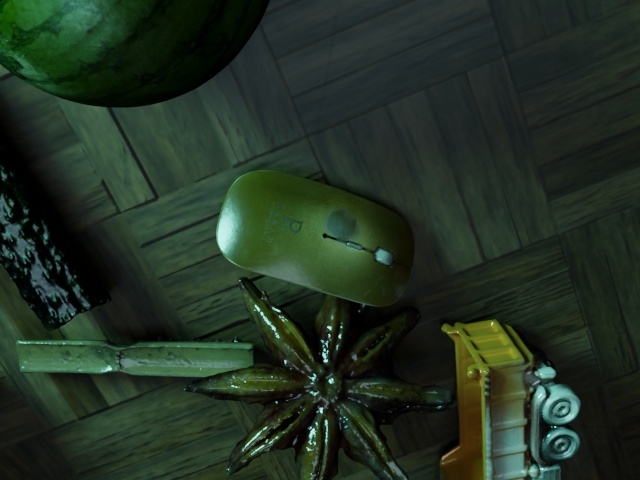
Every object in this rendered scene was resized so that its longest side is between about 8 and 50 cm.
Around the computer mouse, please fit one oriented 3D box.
[{"bbox_3d":[0.000,0.000,0.730,0.199,0.045,0.102,18,78,-11],"label":"computer mouse"}]

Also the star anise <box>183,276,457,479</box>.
[{"bbox_3d":[-0.002,0.150,0.766,0.272,0.102,0.271,3,74,-11],"label":"star anise"}]

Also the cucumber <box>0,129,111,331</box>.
[{"bbox_3d":[-0.296,-0.046,0.697,0.072,0.072,0.300,-24,110,7],"label":"cucumber"}]

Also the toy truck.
[{"bbox_3d":[0.199,0.222,0.817,0.135,0.114,0.270,-9,113,-3],"label":"toy truck"}]

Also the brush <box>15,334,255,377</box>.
[{"bbox_3d":[-0.191,0.121,0.793,0.248,0.036,0.043,0,102,1],"label":"brush"}]

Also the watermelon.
[{"bbox_3d":[-0.150,-0.217,0.543,0.243,0.242,0.242,-1,113,-3],"label":"watermelon"}]
